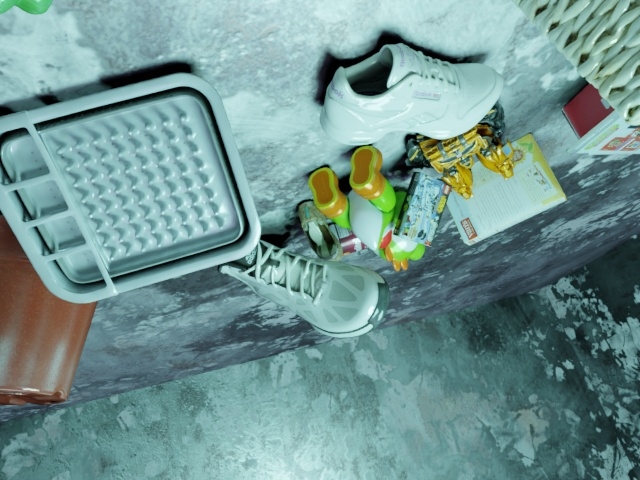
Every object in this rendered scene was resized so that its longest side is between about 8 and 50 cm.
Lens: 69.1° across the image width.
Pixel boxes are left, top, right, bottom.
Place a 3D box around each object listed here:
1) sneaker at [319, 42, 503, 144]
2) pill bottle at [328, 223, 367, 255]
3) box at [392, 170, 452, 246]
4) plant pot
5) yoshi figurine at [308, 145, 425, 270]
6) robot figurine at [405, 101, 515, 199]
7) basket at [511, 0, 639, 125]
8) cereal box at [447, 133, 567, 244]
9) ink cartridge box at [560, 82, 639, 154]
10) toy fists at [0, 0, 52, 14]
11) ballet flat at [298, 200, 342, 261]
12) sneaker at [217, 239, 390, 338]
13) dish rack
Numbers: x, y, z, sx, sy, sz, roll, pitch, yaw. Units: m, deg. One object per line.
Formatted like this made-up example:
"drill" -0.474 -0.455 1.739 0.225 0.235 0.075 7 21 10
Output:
"sneaker" 0.153 -0.230 0.715 0.304 0.114 0.152 -14 158 -9
"pill bottle" 0.071 -0.009 1.202 0.151 0.086 0.086 -17 157 0
"box" 0.212 -0.064 0.962 0.093 0.137 0.027 16 -175 -31
"plant pot" -0.520 0.137 0.803 0.271 0.265 0.272 0 154 0
"yoshi figurine" 0.131 -0.077 1.048 0.203 0.203 0.362 -56 138 -4
"robot figurine" 0.305 -0.181 0.976 0.211 0.085 0.290 -30 154 26
"basket" 0.430 -0.326 0.461 0.327 0.267 0.331 -16 160 -24
"cereal box" 0.419 -0.116 1.094 0.240 0.173 0.047 -28 156 27
"ink cartridge box" 0.636 -0.304 0.873 0.271 0.130 0.309 -6 155 -22
"toy fists" -0.287 -0.265 0.287 0.096 0.143 0.279 -22 157 12
"ballet flat" 0.000 0.000 1.095 0.072 0.067 0.206 -20 131 14
"sneaker" -0.078 0.088 1.022 0.257 0.169 0.447 27 168 -39
"dish rack" -0.275 -0.073 0.683 0.332 0.072 0.286 -16 116 -3
